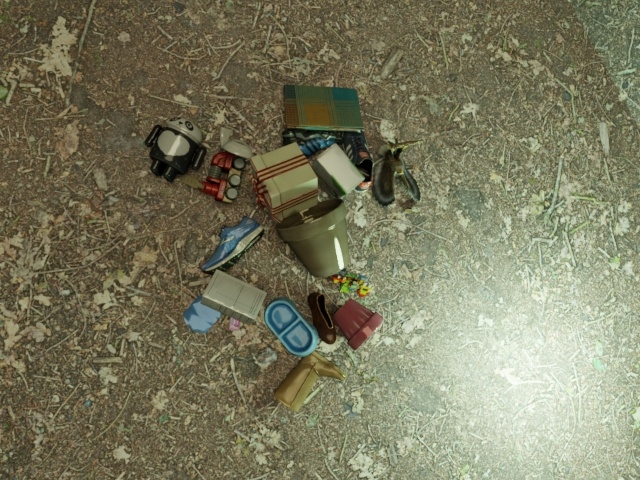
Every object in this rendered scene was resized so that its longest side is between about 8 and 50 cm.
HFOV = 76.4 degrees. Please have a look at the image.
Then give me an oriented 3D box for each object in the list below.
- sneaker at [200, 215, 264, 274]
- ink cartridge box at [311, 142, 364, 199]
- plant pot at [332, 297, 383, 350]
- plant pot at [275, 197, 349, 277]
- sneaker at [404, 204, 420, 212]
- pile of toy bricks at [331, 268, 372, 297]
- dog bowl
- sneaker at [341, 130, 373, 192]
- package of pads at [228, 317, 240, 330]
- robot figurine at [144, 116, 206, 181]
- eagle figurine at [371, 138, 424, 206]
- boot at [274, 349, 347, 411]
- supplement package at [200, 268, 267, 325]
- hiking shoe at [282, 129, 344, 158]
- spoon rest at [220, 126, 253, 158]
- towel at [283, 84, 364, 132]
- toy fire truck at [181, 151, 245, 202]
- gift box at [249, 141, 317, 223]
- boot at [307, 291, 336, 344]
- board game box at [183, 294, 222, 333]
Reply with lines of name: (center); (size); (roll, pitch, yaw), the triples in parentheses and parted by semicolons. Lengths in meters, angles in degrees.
sneaker: (-0.412, 0.020, 1.829); (0.147, 0.130, 0.330); (43, 76, 10)
ink cartridge box: (0.066, -0.299, 1.855); (0.117, 0.278, 0.201); (-42, 94, -8)
plant pot: (0.161, 0.372, 1.873); (0.180, 0.201, 0.201); (44, 79, 11)
plant pot: (0.000, 0.000, 1.827); (0.323, 0.323, 0.281); (-27, 107, -12)
sneaker: (0.461, -0.161, 2.049); (0.083, 0.032, 0.037); (1, 72, -16)
pile of toy bricks: (0.126, 0.207, 1.927); (0.212, 0.118, 0.105); (17, 111, -25)
dog bowl: (-0.137, 0.390, 1.833); (0.166, 0.074, 0.297); (-40, 81, -5)
sneaker: (0.192, -0.414, 1.952); (0.131, 0.148, 0.350); (-11, 87, -12)
package of pads: (-0.387, 0.363, 1.838); (0.050, 0.032, 0.083); (7, 85, -11)
robot figurine: (-0.633, -0.400, 1.776); (0.209, 0.173, 0.278); (33, 79, -42)
eagle figurine: (0.373, -0.332, 1.987); (0.226, 0.225, 0.299); (10, 120, 28)
boot: (-0.041, 0.659, 1.858); (0.236, 0.089, 0.270); (34, 79, 6)
supplement package: (-0.380, 0.253, 1.779); (0.244, 0.134, 0.139); (27, 61, -8)
hiking shoe: (-0.037, -0.461, 1.949); (0.303, 0.113, 0.132); (-1, 111, -13)
spoon rest: (-0.387, -0.418, 1.806); (0.137, 0.276, 0.084); (9, 116, -36)
towel: (0.012, -0.635, 1.952); (0.369, 0.040, 0.272); (-1, 64, -9)
toy fire truck: (-0.486, -0.294, 1.827); (0.246, 0.158, 0.217); (14, 83, -20)
gift box: (-0.163, -0.238, 1.778); (0.258, 0.255, 0.276); (-23, 61, -11)
boot: (0.030, 0.353, 1.792); (0.096, 0.280, 0.264); (-13, 88, -11)
board game box: (-0.523, 0.327, 1.816); (0.133, 0.033, 0.169); (40, 74, -1)
